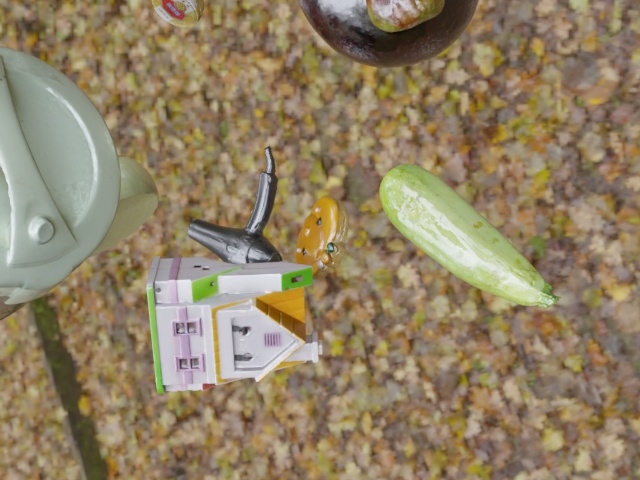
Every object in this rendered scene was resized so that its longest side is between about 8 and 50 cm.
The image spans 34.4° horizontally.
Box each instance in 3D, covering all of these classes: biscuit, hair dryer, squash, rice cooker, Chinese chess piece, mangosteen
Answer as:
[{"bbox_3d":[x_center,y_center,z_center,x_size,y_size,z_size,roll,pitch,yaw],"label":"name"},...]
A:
[{"bbox_3d":[-0.004,-0.001,2.000,0.170,0.050,0.170,-43,39,50],"label":"biscuit"},{"bbox_3d":[-0.149,-0.074,2.141,0.236,0.091,0.271,24,95,33],"label":"hair dryer"},{"bbox_3d":[0.242,0.003,1.749,0.370,0.118,0.118,43,129,22],"label":"squash"},{"bbox_3d":[-0.379,-0.057,1.128,0.277,0.288,0.288,-30,74,51],"label":"rice cooker"},{"bbox_3d":[-0.435,-0.061,1.996,0.101,0.250,0.250,57,136,11],"label":"Chinese chess piece"},{"bbox_3d":[0.135,-0.523,1.941,0.435,0.382,0.382,-179,81,-83],"label":"mangosteen"}]

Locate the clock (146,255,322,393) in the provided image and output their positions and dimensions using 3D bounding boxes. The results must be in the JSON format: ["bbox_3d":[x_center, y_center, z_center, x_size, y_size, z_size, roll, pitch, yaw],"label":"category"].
[{"bbox_3d":[-0.153,0.151,1.915,0.166,0.310,0.235,-94,2,-68],"label":"clock"}]

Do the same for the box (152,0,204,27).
[{"bbox_3d":[-0.287,-0.480,2.089,0.105,0.105,0.037,-19,40,51],"label":"box"}]
